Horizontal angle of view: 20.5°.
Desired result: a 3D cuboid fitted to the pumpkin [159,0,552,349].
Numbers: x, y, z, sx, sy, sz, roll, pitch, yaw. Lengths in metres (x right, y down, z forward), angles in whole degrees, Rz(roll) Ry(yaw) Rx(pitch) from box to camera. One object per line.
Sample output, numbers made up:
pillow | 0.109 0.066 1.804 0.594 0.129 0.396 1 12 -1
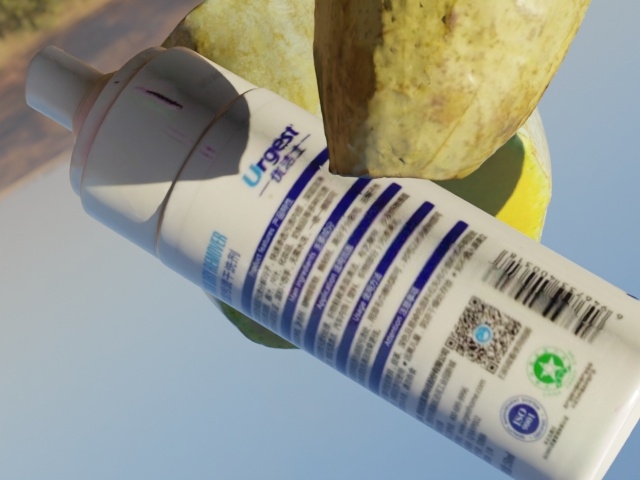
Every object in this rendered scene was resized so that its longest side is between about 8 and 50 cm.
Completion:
pumpkin | 0.020 -0.047 1.404 0.332 0.332 0.199 -30 -133 18

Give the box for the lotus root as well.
lotus root | 0.063 -0.138 0.615 0.110 0.097 0.258 26 -82 53

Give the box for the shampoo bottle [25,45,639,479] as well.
shampoo bottle | 0.000 0.000 0.753 0.092 0.303 0.092 -53 163 -24
